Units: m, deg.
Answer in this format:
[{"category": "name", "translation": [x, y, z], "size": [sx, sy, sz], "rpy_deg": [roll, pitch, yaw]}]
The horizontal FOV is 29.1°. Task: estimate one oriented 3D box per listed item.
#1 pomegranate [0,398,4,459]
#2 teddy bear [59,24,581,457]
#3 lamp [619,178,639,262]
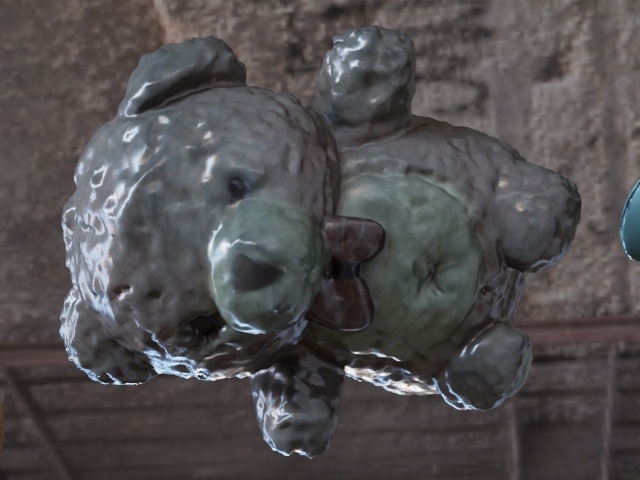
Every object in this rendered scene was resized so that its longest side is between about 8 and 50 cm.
[{"category": "pomegranate", "translation": [-0.501, 0.200, 1.179], "size": [0.411, 0.411, 0.411], "rpy_deg": [-4, -90, -81]}, {"category": "teddy bear", "translation": [0.001, 0.000, 0.662], "size": [0.151, 0.267, 0.236], "rpy_deg": [29, 105, 56]}, {"category": "lamp", "translation": [0.323, -0.068, 0.796], "size": [0.147, 0.284, 0.209], "rpy_deg": [-118, 37, -64]}]
